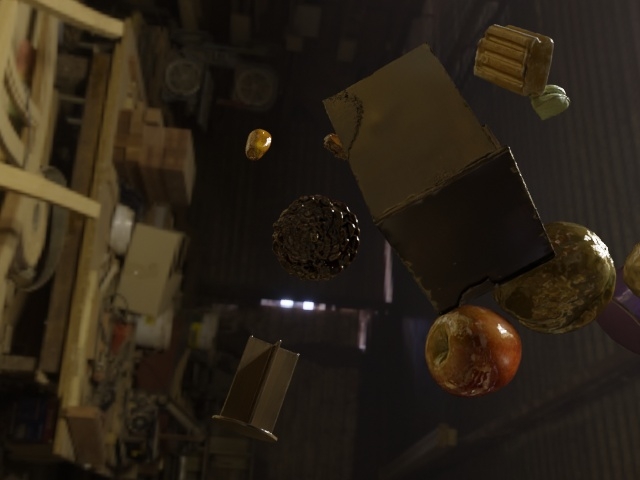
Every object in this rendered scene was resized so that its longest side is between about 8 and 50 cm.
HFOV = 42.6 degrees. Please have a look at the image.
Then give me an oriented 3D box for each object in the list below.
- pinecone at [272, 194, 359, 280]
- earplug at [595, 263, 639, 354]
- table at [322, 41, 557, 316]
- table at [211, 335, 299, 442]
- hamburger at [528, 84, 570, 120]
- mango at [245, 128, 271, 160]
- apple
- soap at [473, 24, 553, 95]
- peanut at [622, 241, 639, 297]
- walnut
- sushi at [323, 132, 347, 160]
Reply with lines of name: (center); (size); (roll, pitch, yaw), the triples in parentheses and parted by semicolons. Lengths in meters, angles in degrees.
pinecone: (-0.006, 0.001, 1.516); (0.165, 0.163, 0.163); (68, 25, -79)
earplug: (0.932, 0.081, 2.155); (0.215, 0.456, 0.215); (48, -11, 13)
table: (0.169, -0.092, 1.200); (0.250, 0.196, 0.282); (50, 14, -44)
table: (-0.150, 0.360, 2.024); (0.167, 0.167, 0.227); (106, 3, -69)
hamburger: (0.571, -0.344, 2.036); (0.121, 0.084, 0.054); (34, 38, -56)
mango: (-0.175, -0.263, 2.270); (0.080, 0.060, 0.114); (-54, -161, 25)
apple: (0.341, 0.245, 1.830); (0.235, 0.173, 0.210); (-143, -118, -69)
soap: (0.469, -0.449, 2.023); (0.232, 0.073, 0.140); (-133, -135, -58)
peanut: (0.557, 0.038, 1.256); (0.256, 0.123, 0.123); (153, -58, -81)
walnut: (0.534, 0.086, 1.889); (0.227, 0.283, 0.283); (30, 61, -62)
sushi: (0.055, -0.244, 2.177); (0.052, 0.120, 0.055); (-49, 165, -43)
